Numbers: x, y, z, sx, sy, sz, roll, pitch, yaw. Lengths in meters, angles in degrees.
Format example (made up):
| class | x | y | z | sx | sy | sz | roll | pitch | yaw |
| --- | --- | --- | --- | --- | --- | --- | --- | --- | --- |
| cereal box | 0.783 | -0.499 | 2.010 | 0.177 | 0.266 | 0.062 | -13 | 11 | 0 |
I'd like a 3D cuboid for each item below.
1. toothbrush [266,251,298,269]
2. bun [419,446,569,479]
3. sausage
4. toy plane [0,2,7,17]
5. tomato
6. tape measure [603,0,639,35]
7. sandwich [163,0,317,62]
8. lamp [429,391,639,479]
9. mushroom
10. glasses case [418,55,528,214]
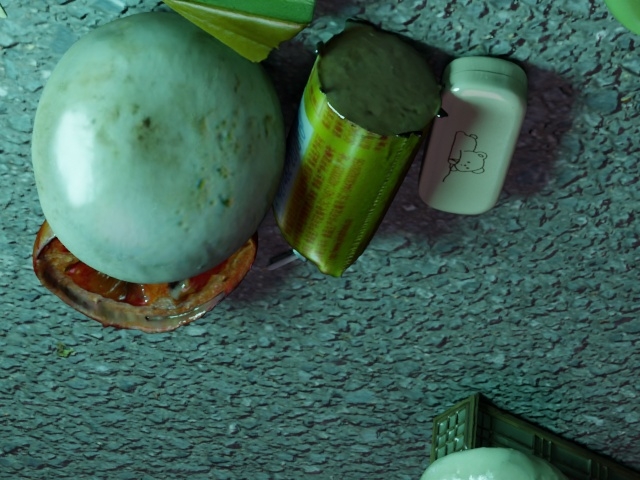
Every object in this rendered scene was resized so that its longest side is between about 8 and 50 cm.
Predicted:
| class | x | y | z | sx | sy | sz | roll | pitch | yaw |
| --- | --- | --- | --- | --- | --- | --- | --- | --- | --- |
| toothbrush | 0.000 | 0.000 | 1.891 | 0.162 | 0.014 | 0.017 | -23 | 116 | 38 |
| bun | 0.199 | 0.311 | 2.066 | 0.183 | 0.102 | 0.183 | 5 | 148 | 3 |
| sausage | 0.023 | -0.061 | 1.707 | 0.125 | 0.117 | 0.317 | 39 | 148 | 12 |
| toy plane | -0.388 | -0.249 | 1.543 | 0.256 | 0.104 | 0.242 | 7 | 161 | -11 |
| tomato | -0.175 | -0.005 | 1.842 | 0.228 | 0.101 | 0.228 | -4 | 146 | -2 |
| tape measure | 0.293 | -0.239 | 1.413 | 0.175 | 0.106 | 0.200 | -31 | 133 | 24 |
| sandwich | -0.069 | -0.218 | 1.537 | 0.116 | 0.074 | 0.074 | 31 | 141 | -28 |
| lamp | 0.284 | 0.291 | 2.186 | 0.325 | 0.089 | 0.090 | 25 | 141 | -23 |
| mushroom | -0.159 | -0.088 | 1.654 | 0.243 | 0.243 | 0.243 | 5 | 145 | 4 |
| glasses case | 0.141 | -0.095 | 1.693 | 0.083 | 0.050 | 0.196 | 9 | 146 | 1 |
